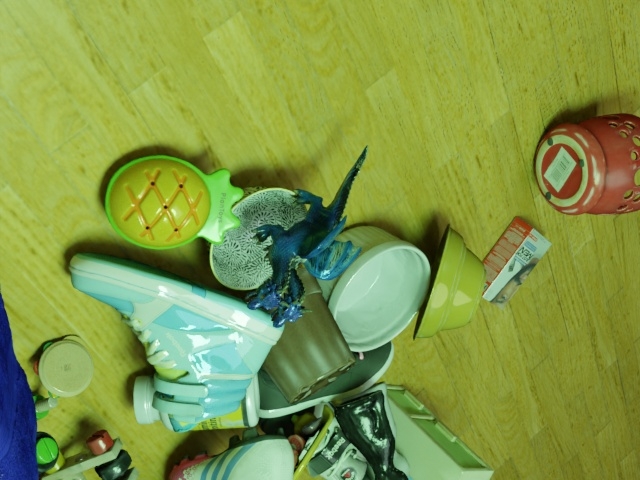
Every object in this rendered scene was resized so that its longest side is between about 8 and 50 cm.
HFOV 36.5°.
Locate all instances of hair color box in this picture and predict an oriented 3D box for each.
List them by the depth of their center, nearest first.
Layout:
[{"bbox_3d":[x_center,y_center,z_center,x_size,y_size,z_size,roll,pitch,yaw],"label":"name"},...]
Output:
[{"bbox_3d":[0.373,0.046,1.916,0.167,0.053,0.093,-54,139,6],"label":"hair color box"}]

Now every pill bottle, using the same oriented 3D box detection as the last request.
[{"bbox_3d":[-0.189,0.241,1.495,0.184,0.103,0.103,-4,129,1],"label":"pill bottle"}]

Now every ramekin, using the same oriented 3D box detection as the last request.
[{"bbox_3d":[0.074,0.072,1.638,0.207,0.109,0.207,-23,132,-27],"label":"ramekin"}]

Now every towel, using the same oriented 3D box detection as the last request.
[{"bbox_3d":[-0.411,0.168,1.204,0.076,0.228,0.308,-14,128,-11],"label":"towel"}]

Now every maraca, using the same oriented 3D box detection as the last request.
[{"bbox_3d":[-0.196,-0.050,1.308,0.185,0.099,0.127,4,102,-19],"label":"maraca"}]

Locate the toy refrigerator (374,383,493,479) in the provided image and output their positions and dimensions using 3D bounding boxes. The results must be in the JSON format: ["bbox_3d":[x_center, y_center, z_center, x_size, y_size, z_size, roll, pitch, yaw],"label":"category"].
[{"bbox_3d":[0.194,0.383,1.845,0.102,0.269,0.094,13,109,-44],"label":"toy refrigerator"}]

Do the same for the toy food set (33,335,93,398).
[{"bbox_3d":[-0.363,0.181,1.374,0.082,0.020,0.083,-22,93,-36],"label":"toy food set"}]

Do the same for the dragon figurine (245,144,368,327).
[{"bbox_3d":[0.000,0.000,1.374,0.289,0.144,0.085,-39,138,-12],"label":"dragon figurine"}]

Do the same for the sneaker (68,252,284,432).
[{"bbox_3d":[-0.223,0.151,1.350,0.319,0.127,0.208,23,89,-20],"label":"sneaker"}]

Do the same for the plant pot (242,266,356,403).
[{"bbox_3d":[-0.039,0.154,1.512,0.167,0.165,0.167,-30,166,-9],"label":"plant pot"}]

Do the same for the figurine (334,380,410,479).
[{"bbox_3d":[0.106,0.369,1.718,0.092,0.209,0.215,-20,176,5],"label":"figurine"}]

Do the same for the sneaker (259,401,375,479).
[{"bbox_3d":[0.019,0.378,1.790,0.122,0.146,0.330,-49,137,1],"label":"sneaker"}]

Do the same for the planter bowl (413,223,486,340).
[{"bbox_3d":[0.236,0.086,1.707,0.217,0.090,0.217,18,90,-86],"label":"planter bowl"}]

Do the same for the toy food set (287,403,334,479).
[{"bbox_3d":[-0.052,0.355,1.626,0.218,0.071,0.128,-52,172,-46],"label":"toy food set"}]

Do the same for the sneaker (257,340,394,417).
[{"bbox_3d":[0.010,0.196,1.673,0.295,0.104,0.147,-18,134,-25],"label":"sneaker"}]

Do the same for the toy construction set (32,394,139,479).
[{"bbox_3d":[-0.394,0.425,1.447,0.237,0.257,0.309,-22,132,36],"label":"toy construction set"}]

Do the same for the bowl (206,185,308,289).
[{"bbox_3d":[-0.108,-0.019,1.436,0.170,0.080,0.170,-23,132,-27],"label":"bowl"}]

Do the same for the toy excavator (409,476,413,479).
[{"bbox_3d":[0.062,0.621,1.990,0.445,0.222,0.433,-11,128,-18],"label":"toy excavator"}]

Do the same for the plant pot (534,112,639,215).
[{"bbox_3d":[0.511,-0.135,1.800,0.174,0.191,0.191,-11,126,-31],"label":"plant pot"}]

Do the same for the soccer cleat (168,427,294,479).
[{"bbox_3d":[-0.153,0.407,1.564,0.116,0.143,0.331,8,152,-33],"label":"soccer cleat"}]
